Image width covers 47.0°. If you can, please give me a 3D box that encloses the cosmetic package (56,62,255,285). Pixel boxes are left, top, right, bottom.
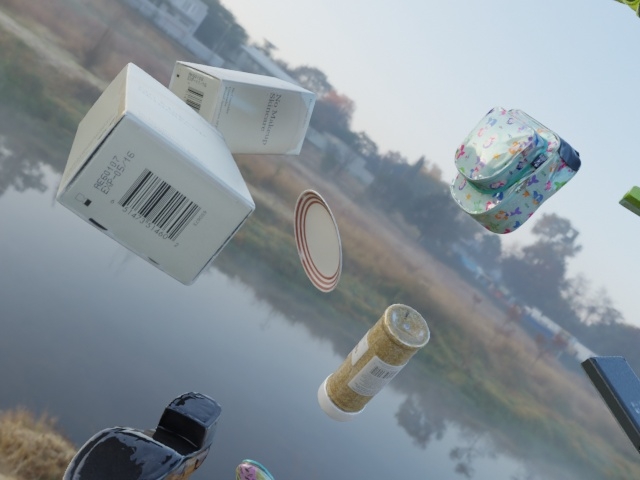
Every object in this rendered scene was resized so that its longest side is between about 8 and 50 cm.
[{"bbox_3d":[-0.185,-0.089,0.826,0.160,0.113,0.309,37,10,-25],"label":"cosmetic package"}]

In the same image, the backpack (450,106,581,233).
[{"bbox_3d":[0.405,-0.151,1.613,0.191,0.253,0.225,28,18,-31],"label":"backpack"}]

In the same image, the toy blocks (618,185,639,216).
[{"bbox_3d":[0.507,-0.035,0.650,0.381,0.261,0.191,36,1,14],"label":"toy blocks"}]

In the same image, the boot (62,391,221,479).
[{"bbox_3d":[-0.238,0.343,0.880,0.096,0.280,0.264,24,15,10],"label":"boot"}]

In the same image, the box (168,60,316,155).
[{"bbox_3d":[-0.154,-0.253,1.451,0.121,0.148,0.311,26,19,28],"label":"box"}]

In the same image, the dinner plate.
[{"bbox_3d":[0.000,0.000,0.996,0.017,0.141,0.141,-12,27,-23],"label":"dinner plate"}]

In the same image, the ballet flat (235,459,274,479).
[{"bbox_3d":[-0.109,0.458,1.278,0.077,0.079,0.221,16,-34,18],"label":"ballet flat"}]

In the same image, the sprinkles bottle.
[{"bbox_3d":[0.121,0.299,1.758,0.121,0.355,0.121,19,42,-18],"label":"sprinkles bottle"}]

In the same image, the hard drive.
[{"bbox_3d":[0.383,0.204,0.904,0.094,0.022,0.135,8,46,-43],"label":"hard drive"}]

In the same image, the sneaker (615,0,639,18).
[{"bbox_3d":[0.437,-0.332,0.927,0.123,0.109,0.295,10,41,-12],"label":"sneaker"}]
